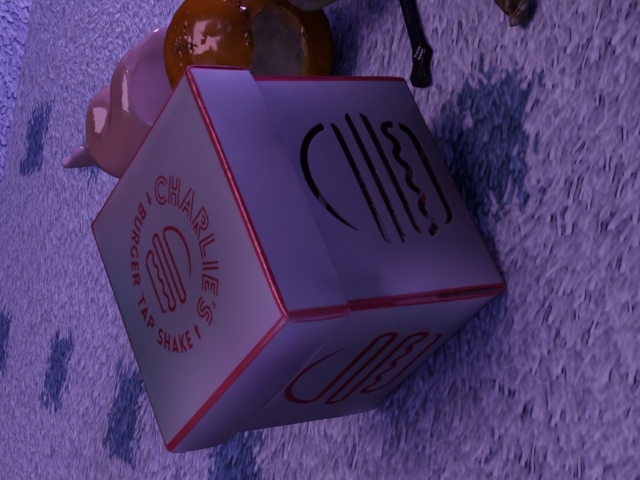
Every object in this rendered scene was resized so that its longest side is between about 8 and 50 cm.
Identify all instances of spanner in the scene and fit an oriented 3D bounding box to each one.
[{"bbox_3d":[0.114,-0.274,1.648,0.046,0.012,0.208,-51,39,45],"label":"spanner"}]

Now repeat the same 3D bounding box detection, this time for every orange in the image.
[{"bbox_3d":[-0.099,-0.256,1.811,0.240,0.240,0.240,-30,56,56],"label":"orange"}]

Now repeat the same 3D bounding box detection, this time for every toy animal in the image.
[{"bbox_3d":[-0.312,-0.220,2.258,0.256,0.195,0.212,-34,44,58],"label":"toy animal"}]

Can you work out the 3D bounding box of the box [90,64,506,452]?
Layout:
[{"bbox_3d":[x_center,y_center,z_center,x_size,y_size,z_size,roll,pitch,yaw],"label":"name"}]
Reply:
[{"bbox_3d":[-0.036,0.018,1.467,0.312,0.300,0.314,-49,55,45],"label":"box"}]

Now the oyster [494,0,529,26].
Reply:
[{"bbox_3d":[0.200,-0.439,1.367,0.111,0.204,0.396,-63,-5,-70],"label":"oyster"}]

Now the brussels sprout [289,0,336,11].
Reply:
[{"bbox_3d":[0.002,-0.424,1.683,0.244,0.244,0.244,-30,56,56],"label":"brussels sprout"}]
